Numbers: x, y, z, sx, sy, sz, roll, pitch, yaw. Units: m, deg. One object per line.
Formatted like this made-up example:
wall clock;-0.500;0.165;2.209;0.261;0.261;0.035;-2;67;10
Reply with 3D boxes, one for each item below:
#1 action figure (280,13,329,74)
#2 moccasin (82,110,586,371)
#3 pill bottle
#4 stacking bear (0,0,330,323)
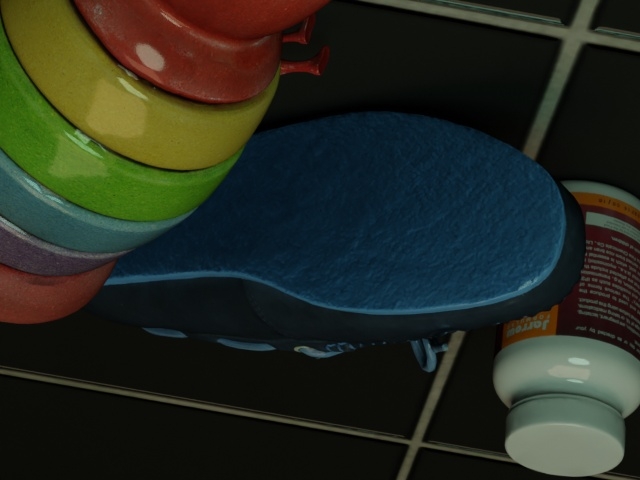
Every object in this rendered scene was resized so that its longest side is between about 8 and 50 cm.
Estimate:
action figure;-0.053;-0.101;0.953;0.115;0.030;0.038;0;142;24
moccasin;0.000;0.000;1.035;0.342;0.137;0.117;4;156;35
pill bottle;0.141;0.049;1.027;0.086;0.152;0.086;6;148;4
stacking bear;-0.090;-0.097;0.852;0.164;0.175;0.289;41;129;-10
